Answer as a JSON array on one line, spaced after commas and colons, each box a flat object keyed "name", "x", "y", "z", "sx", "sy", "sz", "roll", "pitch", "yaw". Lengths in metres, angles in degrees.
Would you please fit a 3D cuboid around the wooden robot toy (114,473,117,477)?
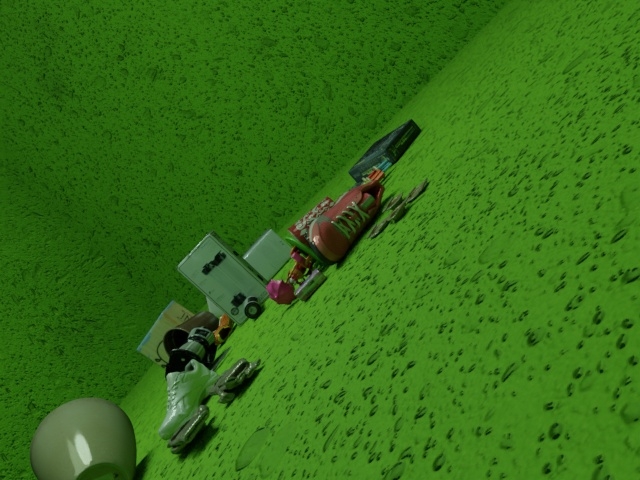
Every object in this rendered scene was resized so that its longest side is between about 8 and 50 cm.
[{"name": "wooden robot toy", "x": -0.582, "y": 0.659, "z": 1.730, "sx": 0.173, "sy": 0.076, "sz": 0.079, "roll": -46, "pitch": 42, "yaw": 7}]

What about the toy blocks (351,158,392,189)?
[{"name": "toy blocks", "x": 0.167, "y": -0.190, "z": 1.928, "sx": 0.148, "sy": 0.054, "sz": 0.123, "roll": -47, "pitch": 6, "yaw": 0}]

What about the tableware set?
[{"name": "tableware set", "x": 0.169, "y": -0.072, "z": 1.401, "sx": 0.141, "sy": 0.020, "sz": 0.168, "roll": -51, "pitch": 8, "yaw": -33}]

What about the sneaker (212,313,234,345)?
[{"name": "sneaker", "x": -0.322, "y": 0.302, "z": 2.156, "sx": 0.067, "sy": 0.064, "sz": 0.175, "roll": -21, "pitch": 24, "yaw": 25}]

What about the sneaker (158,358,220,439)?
[{"name": "sneaker", "x": -0.345, "y": 0.383, "z": 1.535, "sx": 0.090, "sy": 0.115, "sz": 0.232, "roll": -43, "pitch": 8, "yaw": 32}]

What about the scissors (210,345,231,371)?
[{"name": "scissors", "x": -0.340, "y": 0.413, "z": 1.757, "sx": 0.297, "sy": 0.021, "sz": 0.109, "roll": -48, "pitch": 5, "yaw": -17}]

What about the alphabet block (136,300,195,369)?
[{"name": "alphabet block", "x": -0.553, "y": 0.376, "z": 2.407, "sx": 0.192, "sy": 0.197, "sz": 0.193, "roll": -55, "pitch": 6, "yaw": 9}]

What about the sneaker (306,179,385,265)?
[{"name": "sneaker", "x": 0.070, "y": -0.063, "z": 1.560, "sx": 0.136, "sy": 0.116, "sz": 0.314, "roll": -39, "pitch": 10, "yaw": 40}]

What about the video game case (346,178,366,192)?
[{"name": "video game case", "x": 0.113, "y": -0.167, "z": 2.250, "sx": 0.173, "sy": 0.022, "sz": 0.190, "roll": -44, "pitch": 7, "yaw": 19}]

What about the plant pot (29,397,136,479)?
[{"name": "plant pot", "x": -0.545, "y": 0.540, "z": 1.499, "sx": 0.256, "sy": 0.256, "sz": 0.274, "roll": -49, "pitch": 24, "yaw": -17}]

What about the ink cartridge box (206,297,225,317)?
[{"name": "ink cartridge box", "x": -0.399, "y": 0.186, "z": 2.486, "sx": 0.119, "sy": 0.354, "sz": 0.207, "roll": -12, "pitch": 2, "yaw": -9}]

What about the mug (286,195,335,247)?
[{"name": "mug", "x": -0.013, "y": -0.054, "z": 2.030, "sx": 0.169, "sy": 0.113, "sz": 0.150, "roll": -44, "pitch": 9, "yaw": -3}]

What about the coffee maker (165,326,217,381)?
[{"name": "coffee maker", "x": -0.396, "y": 0.367, "z": 1.893, "sx": 0.171, "sy": 0.120, "sz": 0.178, "roll": -52, "pitch": 2, "yaw": 16}]

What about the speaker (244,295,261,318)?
[{"name": "speaker", "x": -0.213, "y": 0.210, "z": 1.975, "sx": 0.055, "sy": 0.055, "sz": 0.136, "roll": -47, "pitch": 6, "yaw": -2}]

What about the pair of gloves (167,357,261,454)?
[{"name": "pair of gloves", "x": -0.231, "y": 0.353, "z": 1.337, "sx": 0.240, "sy": 0.042, "sz": 0.204, "roll": -50, "pitch": 4, "yaw": -36}]

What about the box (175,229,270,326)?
[{"name": "box", "x": -0.313, "y": 0.123, "z": 2.085, "sx": 0.169, "sy": 0.290, "sz": 0.087, "roll": -47, "pitch": 7, "yaw": 6}]

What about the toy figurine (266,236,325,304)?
[{"name": "toy figurine", "x": -0.075, "y": 0.095, "z": 1.639, "sx": 0.159, "sy": 0.130, "sz": 0.173, "roll": -57, "pitch": -13, "yaw": -8}]

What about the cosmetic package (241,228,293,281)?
[{"name": "cosmetic package", "x": -0.228, "y": 0.078, "z": 2.465, "sx": 0.225, "sy": 0.138, "sz": 0.224, "roll": -49, "pitch": 7, "yaw": -5}]

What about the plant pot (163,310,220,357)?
[{"name": "plant pot", "x": -0.438, "y": 0.340, "z": 2.209, "sx": 0.167, "sy": 0.167, "sz": 0.165, "roll": -42, "pitch": 1, "yaw": 33}]

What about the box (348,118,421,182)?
[{"name": "box", "x": 0.218, "y": -0.305, "z": 2.156, "sx": 0.183, "sy": 0.059, "sz": 0.232, "roll": -49, "pitch": 12, "yaw": -32}]

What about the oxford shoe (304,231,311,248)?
[{"name": "oxford shoe", "x": 0.000, "y": 0.000, "z": 1.707, "sx": 0.083, "sy": 0.096, "sz": 0.227, "roll": -51, "pitch": 6, "yaw": -16}]

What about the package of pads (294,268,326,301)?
[{"name": "package of pads", "x": -0.025, "y": 0.108, "z": 1.509, "sx": 0.083, "sy": 0.032, "sz": 0.050, "roll": -47, "pitch": 8, "yaw": -3}]
